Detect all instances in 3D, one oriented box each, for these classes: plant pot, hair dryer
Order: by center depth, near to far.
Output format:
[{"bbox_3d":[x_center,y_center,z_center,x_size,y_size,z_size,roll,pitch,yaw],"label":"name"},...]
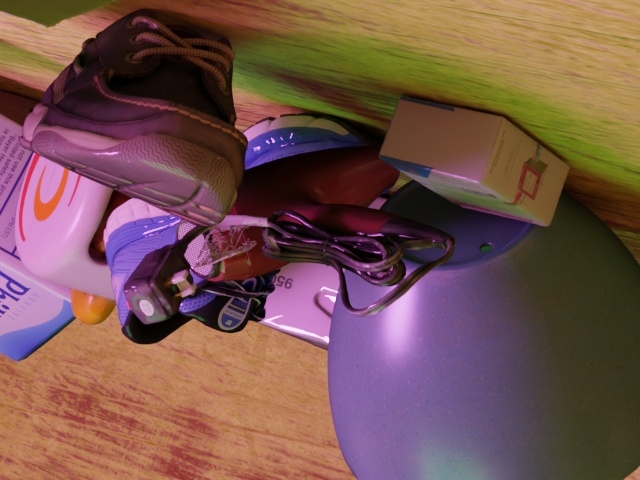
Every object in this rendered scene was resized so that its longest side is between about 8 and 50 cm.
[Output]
[{"bbox_3d":[0.000,0.000,1.249,0.224,0.080,0.293,-1,-155,13],"label":"hair dryer"},{"bbox_3d":[0.129,0.054,1.367,0.290,0.290,0.195,14,138,36],"label":"plant pot"}]

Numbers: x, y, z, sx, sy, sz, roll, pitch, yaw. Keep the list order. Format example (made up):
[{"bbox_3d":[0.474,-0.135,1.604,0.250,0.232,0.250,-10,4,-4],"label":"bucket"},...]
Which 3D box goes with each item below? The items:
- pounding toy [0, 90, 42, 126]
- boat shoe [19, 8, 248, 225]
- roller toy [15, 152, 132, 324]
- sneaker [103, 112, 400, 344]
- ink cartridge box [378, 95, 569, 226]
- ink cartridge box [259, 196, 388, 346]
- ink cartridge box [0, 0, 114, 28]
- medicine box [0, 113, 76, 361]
[{"bbox_3d":[-0.405,-0.111,1.998,0.206,0.094,0.181,17,156,14],"label":"pounding toy"},{"bbox_3d":[-0.130,-0.100,1.211,0.132,0.130,0.355,24,178,-23],"label":"boat shoe"},{"bbox_3d":[-0.198,-0.036,1.690,0.146,0.209,0.191,20,150,-29],"label":"roller toy"},{"bbox_3d":[-0.057,0.004,1.485,0.130,0.147,0.330,24,140,-39],"label":"sneaker"},{"bbox_3d":[0.113,-0.056,1.241,0.089,0.052,0.122,16,173,33],"label":"ink cartridge box"},{"bbox_3d":[0.130,0.074,1.889,0.286,0.166,0.395,14,174,29],"label":"ink cartridge box"},{"bbox_3d":[-0.165,-0.156,0.793,0.171,0.056,0.235,18,-169,3],"label":"ink cartridge box"},{"bbox_3d":[-0.384,-0.021,1.865,0.289,0.149,0.263,31,153,-14],"label":"medicine box"}]
